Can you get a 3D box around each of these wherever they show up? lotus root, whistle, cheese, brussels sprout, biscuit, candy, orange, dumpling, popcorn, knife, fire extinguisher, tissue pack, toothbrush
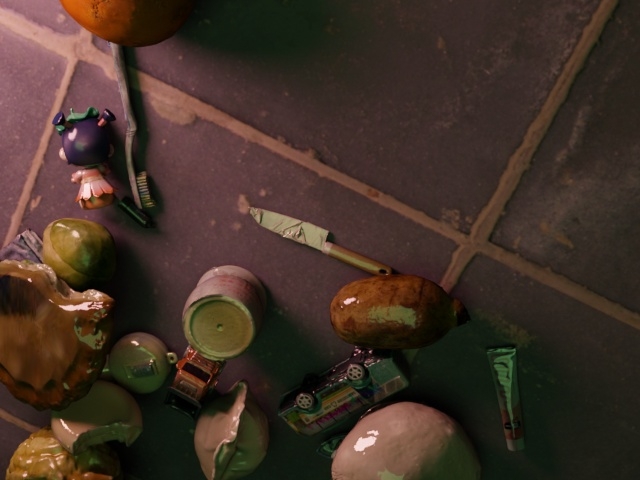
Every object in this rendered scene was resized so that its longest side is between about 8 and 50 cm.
[{"bbox_3d":[0.144,0.132,1.745,0.260,0.128,0.145,0,134,14],"label":"lotus root"},{"bbox_3d":[-0.405,0.253,1.917,0.258,0.067,0.126,-9,108,15],"label":"whistle"},{"bbox_3d":[-0.465,0.312,1.877,0.249,0.163,0.070,47,150,27],"label":"cheese"},{"bbox_3d":[-0.457,0.028,1.826,0.155,0.117,0.155,3,95,34],"label":"brussels sprout"},{"bbox_3d":[-0.516,0.152,1.776,0.335,0.078,0.329,-25,89,28],"label":"biscuit"},{"bbox_3d":[0.163,0.438,1.788,0.296,0.185,0.295,-3,107,-10],"label":"candy"},{"bbox_3d":[-0.321,-0.436,1.590,0.240,0.240,0.240,3,108,9],"label":"orange"},{"bbox_3d":[-0.176,0.397,1.854,0.147,0.193,0.258,16,121,-1],"label":"dumpling"},{"bbox_3d":[-0.501,0.496,1.924,0.258,0.224,0.270,44,138,9],"label":"popcorn"},{"bbox_3d":[0.000,-0.001,1.787,0.298,0.017,0.047,22,104,2],"label":"knife"},{"bbox_3d":[-0.350,-0.047,1.832,0.083,0.025,0.038,41,148,-4],"label":"fire extinguisher"},{"bbox_3d":[-0.609,0.108,1.901,0.235,0.073,0.173,-35,98,18],"label":"tissue pack"},{"bbox_3d":[-0.357,-0.256,1.760,0.042,0.035,0.413,-10,107,-8],"label":"toothbrush"}]

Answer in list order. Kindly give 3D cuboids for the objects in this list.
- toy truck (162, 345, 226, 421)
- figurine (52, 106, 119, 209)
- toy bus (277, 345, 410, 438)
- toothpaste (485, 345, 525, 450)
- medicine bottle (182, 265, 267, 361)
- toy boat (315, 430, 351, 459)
[{"bbox_3d":[-0.248,0.280,1.856,0.083,0.092,0.192,29,145,1],"label":"toy truck"},{"bbox_3d":[-0.421,-0.152,1.771,0.111,0.102,0.195,-17,102,-19],"label":"figurine"},{"bbox_3d":[0.044,0.283,1.837,0.262,0.091,0.109,-31,107,19],"label":"toy bus"},{"bbox_3d":[0.356,0.298,1.814,0.056,0.036,0.205,-8,102,14],"label":"toothpaste"},{"bbox_3d":[-0.178,0.134,1.796,0.147,0.143,0.147,2,111,5],"label":"medicine bottle"},{"bbox_3d":[0.058,0.409,1.885,0.140,0.066,0.059,-7,110,13],"label":"toy boat"}]
